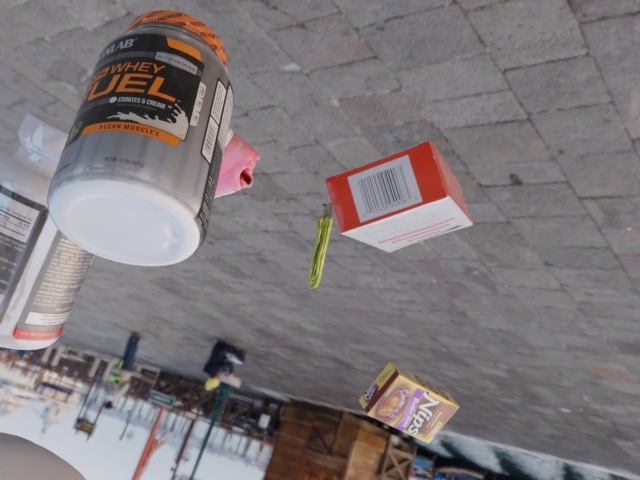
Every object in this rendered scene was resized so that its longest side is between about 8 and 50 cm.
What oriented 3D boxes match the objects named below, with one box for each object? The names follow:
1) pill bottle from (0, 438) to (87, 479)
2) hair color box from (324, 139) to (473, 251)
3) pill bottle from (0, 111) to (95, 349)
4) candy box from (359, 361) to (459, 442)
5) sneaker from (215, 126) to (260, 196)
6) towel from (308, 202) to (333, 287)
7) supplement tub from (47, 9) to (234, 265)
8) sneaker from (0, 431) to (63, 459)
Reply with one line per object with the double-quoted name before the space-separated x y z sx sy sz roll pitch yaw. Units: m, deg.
"pill bottle" -0.285 0.307 0.513 0.181 0.182 0.323 23 132 -10
"hair color box" 0.078 -0.033 0.576 0.093 0.053 0.167 -19 167 16
"pill bottle" -0.486 -0.017 1.095 0.210 0.363 0.210 25 -177 -1
"candy box" 0.186 0.338 1.324 0.186 0.109 0.053 31 -169 -29
"sneaker" -0.237 -0.148 1.540 0.136 0.116 0.314 31 149 -7
"towel" 0.000 0.000 0.970 0.021 0.102 0.237 12 -172 0
"supplement tub" -0.222 -0.142 0.845 0.193 0.316 0.194 3 147 2
"sneaker" -0.520 0.356 0.884 0.315 0.182 0.127 25 172 -17
